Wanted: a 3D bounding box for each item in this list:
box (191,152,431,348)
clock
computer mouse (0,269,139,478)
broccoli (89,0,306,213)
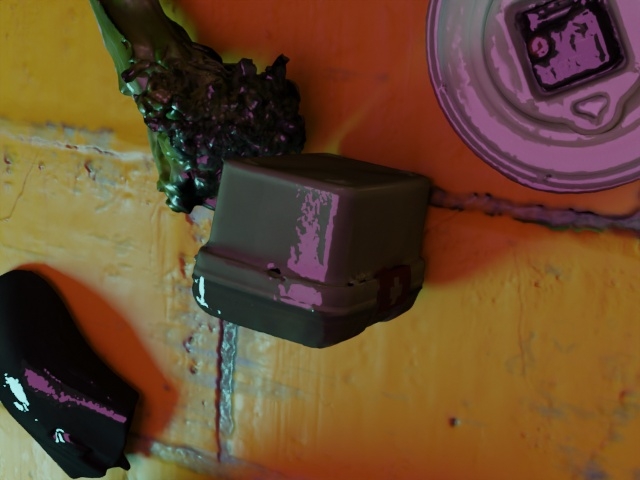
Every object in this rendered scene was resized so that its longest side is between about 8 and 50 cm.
[{"bbox_3d":[0.000,0.000,0.824,0.148,0.210,0.129,14,102,23],"label":"box"},{"bbox_3d":[0.194,-0.156,0.766,0.244,0.056,0.244,8,107,26],"label":"clock"},{"bbox_3d":[-0.304,0.158,1.102,0.264,0.088,0.147,46,121,8],"label":"computer mouse"},{"bbox_3d":[-0.139,-0.170,0.911,0.304,0.145,0.165,51,159,19],"label":"broccoli"}]
